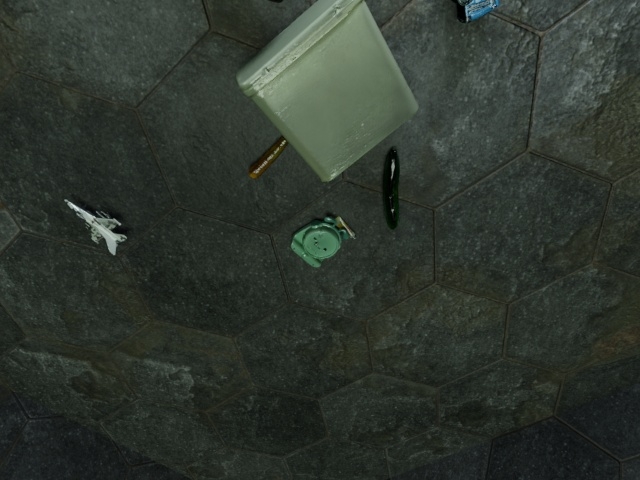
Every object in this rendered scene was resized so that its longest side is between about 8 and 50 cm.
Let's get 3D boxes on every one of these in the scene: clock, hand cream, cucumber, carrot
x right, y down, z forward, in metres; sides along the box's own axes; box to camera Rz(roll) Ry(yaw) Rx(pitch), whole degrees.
[{"bbox_3d":[0.000,-0.001,1.459,0.188,0.060,0.148,-37,117,25],"label":"clock"},{"bbox_3d":[0.086,-0.042,1.458,0.035,0.022,0.102,-34,114,30],"label":"hand cream"},{"bbox_3d":[0.229,-0.160,1.355,0.056,0.056,0.284,-4,120,3],"label":"cucumber"},{"bbox_3d":[-0.160,-0.258,1.297,0.042,0.042,0.170,38,115,-23],"label":"carrot"}]

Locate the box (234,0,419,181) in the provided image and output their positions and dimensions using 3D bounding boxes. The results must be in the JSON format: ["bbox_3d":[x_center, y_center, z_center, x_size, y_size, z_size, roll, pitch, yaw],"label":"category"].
[{"bbox_3d":[0.025,-0.387,1.081,0.352,0.177,0.344,-38,122,7],"label":"box"}]

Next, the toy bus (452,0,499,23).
[{"bbox_3d":[0.366,-0.633,1.002,0.106,0.090,0.185,-17,123,9],"label":"toy bus"}]

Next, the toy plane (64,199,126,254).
[{"bbox_3d":[-0.755,-0.059,1.423,0.160,0.082,0.234,-28,106,30],"label":"toy plane"}]

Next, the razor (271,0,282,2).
[{"bbox_3d":[-0.091,-0.701,0.883,0.189,0.107,0.327,17,106,-39],"label":"razor"}]
